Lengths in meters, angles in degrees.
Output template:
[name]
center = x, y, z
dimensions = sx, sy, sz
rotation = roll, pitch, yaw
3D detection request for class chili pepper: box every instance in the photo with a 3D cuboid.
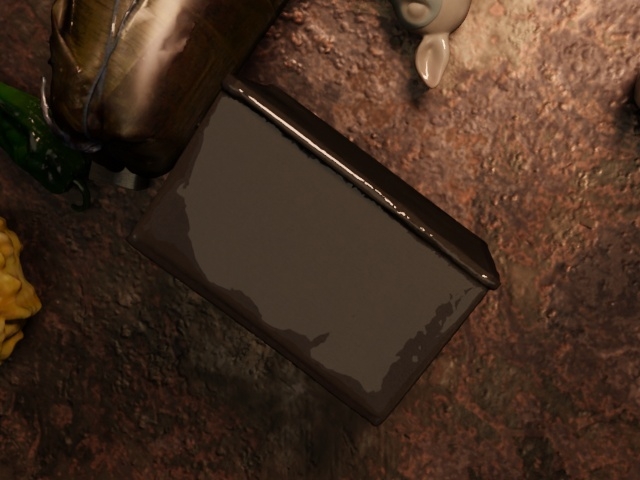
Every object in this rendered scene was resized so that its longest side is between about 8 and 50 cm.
[chili pepper]
center = -0.389, -0.141, 1.035
dimensions = 0.257, 0.074, 0.100
rotation = 38, 104, 4

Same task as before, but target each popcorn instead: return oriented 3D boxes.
[popcorn]
center = -0.493, 0.058, 1.012
dimensions = 0.233, 0.192, 0.266
rotation = -41, 97, 10

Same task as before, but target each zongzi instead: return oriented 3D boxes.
[zongzi]
center = -0.251, -0.312, 0.901
dimensions = 0.432, 0.208, 0.403
rotation = 29, 80, 11

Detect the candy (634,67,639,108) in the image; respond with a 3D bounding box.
[candy]
center = 0.527, -0.138, 0.822
dimensions = 0.358, 0.208, 0.145
rotation = 35, 67, 8

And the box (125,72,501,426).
[box]
center = 0.001, -0.001, 0.916
dimensions = 0.345, 0.251, 0.204
rotation = 37, 101, 0

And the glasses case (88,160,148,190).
[glasses case]
center = -0.239, -0.170, 1.022
dimensions = 0.070, 0.047, 0.205
rotation = 14, 100, 5

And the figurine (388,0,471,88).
[figurine]
center = 0.117, -0.306, 0.923
dimensions = 0.155, 0.127, 0.236
rotation = 17, 104, -15
